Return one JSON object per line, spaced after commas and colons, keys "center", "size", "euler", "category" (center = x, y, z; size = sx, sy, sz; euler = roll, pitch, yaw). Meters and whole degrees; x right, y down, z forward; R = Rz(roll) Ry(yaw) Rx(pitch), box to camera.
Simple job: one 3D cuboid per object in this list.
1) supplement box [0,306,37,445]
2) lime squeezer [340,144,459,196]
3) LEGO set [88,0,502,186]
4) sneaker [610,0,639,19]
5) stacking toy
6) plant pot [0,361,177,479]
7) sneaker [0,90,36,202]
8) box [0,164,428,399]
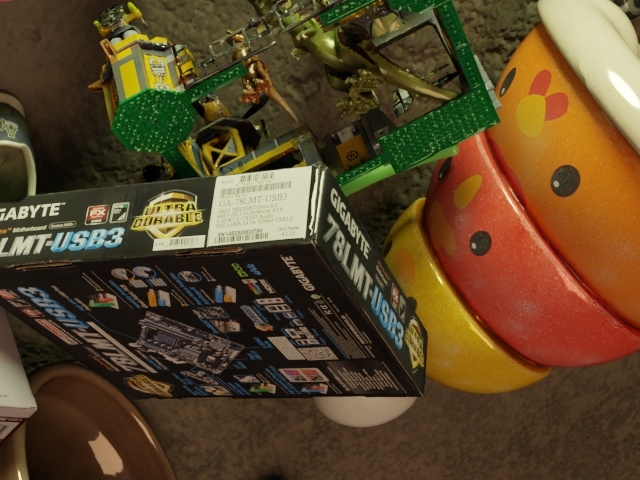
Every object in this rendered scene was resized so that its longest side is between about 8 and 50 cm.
{"center": [-0.339, 0.148, 0.886], "size": [0.239, 0.130, 0.073], "euler": [-42, 147, 26], "category": "supplement box"}
{"center": [0.000, 0.000, 1.019], "size": [0.059, 0.110, 0.310], "euler": [-25, 154, -57], "category": "lime squeezer"}
{"center": [-0.021, -0.164, 0.876], "size": [0.331, 0.192, 0.255], "euler": [-32, 139, 15], "category": "LEGO set"}
{"center": [0.352, -0.281, 1.038], "size": [0.188, 0.078, 0.067], "euler": [-38, 124, 1], "category": "sneaker"}
{"center": [0.174, 0.036, 1.036], "size": [0.480, 0.350, 0.350], "euler": [-41, 126, 20], "category": "stacking toy"}
{"center": [-0.280, 0.272, 0.996], "size": [0.229, 0.263, 0.263], "euler": [-27, 126, 15], "category": "plant pot"}
{"center": [-0.276, -0.022, 0.909], "size": [0.064, 0.086, 0.192], "euler": [2, 116, -24], "category": "sneaker"}
{"center": [-0.089, 0.052, 0.889], "size": [0.293, 0.073, 0.295], "euler": [-3, 151, 21], "category": "box"}
